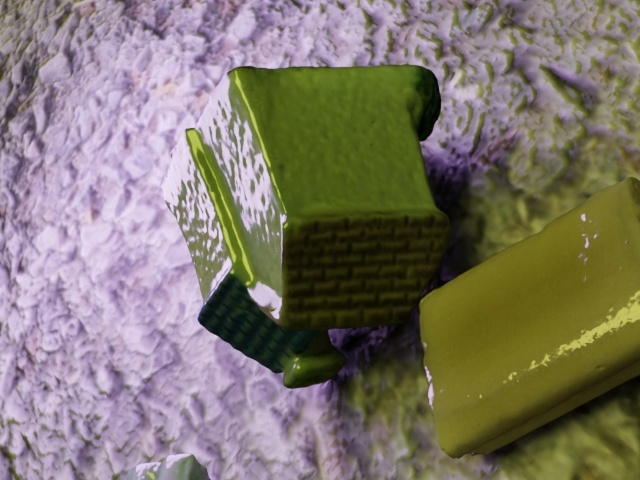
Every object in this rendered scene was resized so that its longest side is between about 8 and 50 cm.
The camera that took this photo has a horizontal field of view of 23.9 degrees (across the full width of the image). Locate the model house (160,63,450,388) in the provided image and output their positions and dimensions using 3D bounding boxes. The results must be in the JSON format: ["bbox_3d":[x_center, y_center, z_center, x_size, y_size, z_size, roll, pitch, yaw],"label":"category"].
[{"bbox_3d":[0.000,0.000,1.125,0.214,0.195,0.189,-50,46,53],"label":"model house"}]

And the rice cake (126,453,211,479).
[{"bbox_3d":[-0.126,0.262,1.123,0.085,0.040,0.226,-26,42,33],"label":"rice cake"}]

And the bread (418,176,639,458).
[{"bbox_3d":[0.150,0.052,0.977,0.178,0.060,0.139,-32,38,27],"label":"bread"}]
